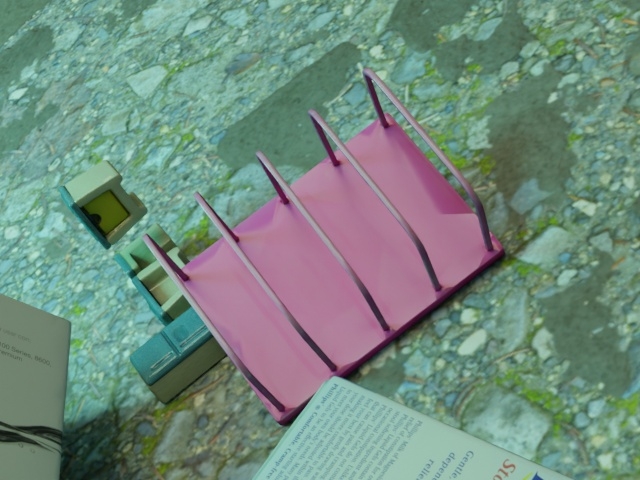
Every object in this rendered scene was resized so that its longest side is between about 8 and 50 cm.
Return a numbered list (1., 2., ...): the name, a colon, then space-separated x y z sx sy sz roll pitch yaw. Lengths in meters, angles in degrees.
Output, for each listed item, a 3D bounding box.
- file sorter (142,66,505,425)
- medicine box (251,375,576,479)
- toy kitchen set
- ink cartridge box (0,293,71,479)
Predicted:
1. file sorter: 0.000 0.000 1.516 0.291 0.182 0.202 -37 68 -2
2. medicine box: 0.121 0.271 1.188 0.289 0.263 0.149 19 65 41
3. toy kitchen set: -0.204 0.040 1.664 0.122 0.166 0.207 -39 43 -6
4. ink cartridge box: -0.389 0.273 1.498 0.285 0.166 0.395 -44 35 36
